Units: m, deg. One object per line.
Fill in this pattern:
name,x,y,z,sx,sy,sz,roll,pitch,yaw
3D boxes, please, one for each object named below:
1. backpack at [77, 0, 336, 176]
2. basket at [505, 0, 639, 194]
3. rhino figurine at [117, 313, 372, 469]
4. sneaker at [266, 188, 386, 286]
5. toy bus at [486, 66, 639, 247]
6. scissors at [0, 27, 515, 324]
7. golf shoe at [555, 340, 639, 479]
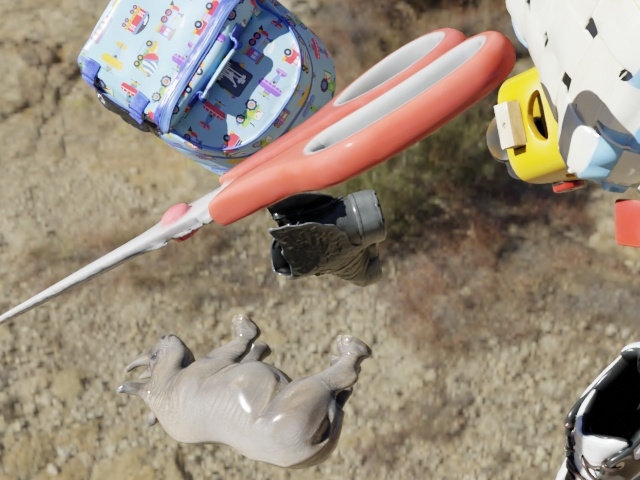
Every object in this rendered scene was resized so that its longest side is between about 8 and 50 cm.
backpack,-0.083,-0.136,0.915,0.173,0.158,0.117,38,4,11
basket,0.247,-0.123,0.555,0.289,0.201,0.255,2,47,-19
rhino figurine,-0.073,0.117,0.904,0.243,0.073,0.106,6,57,37
sneaker,0.001,0.002,0.858,0.089,0.170,0.051,-16,71,-7
toy bus,0.188,-0.094,0.899,0.104,0.202,0.191,-7,38,-30
scissors,-0.050,-0.014,0.507,0.297,0.021,0.109,-30,20,8
golf shoe,0.182,0.137,0.738,0.094,0.198,0.077,7,26,-38
